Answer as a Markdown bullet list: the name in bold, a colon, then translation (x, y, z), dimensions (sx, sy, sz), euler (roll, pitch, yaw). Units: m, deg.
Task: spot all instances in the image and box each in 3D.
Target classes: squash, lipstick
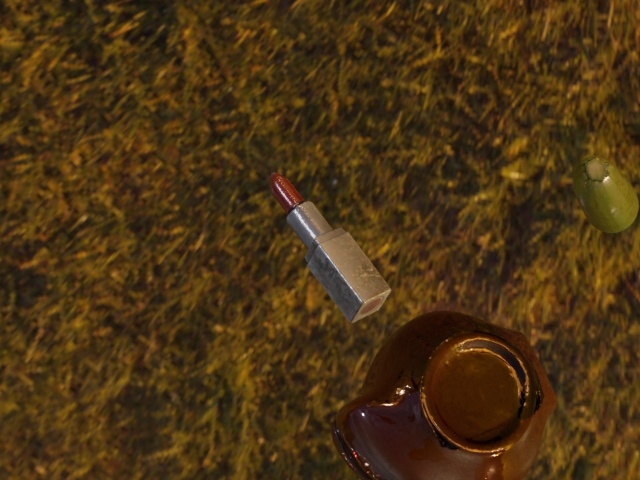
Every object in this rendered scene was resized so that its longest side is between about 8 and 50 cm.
- **squash**: translation (0.331, -0.055, 1.419), dimensions (0.066, 0.201, 0.066), euler (-5, 74, 18)
- **lipstick**: translation (0.000, -0.001, 0.900), dimensions (0.129, 0.030, 0.030), euler (54, 145, 20)

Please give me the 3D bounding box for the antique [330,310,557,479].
- **antique**: translation (0.148, 0.189, 1.378), dimensions (0.129, 0.278, 0.224), euler (-46, 62, 53)
